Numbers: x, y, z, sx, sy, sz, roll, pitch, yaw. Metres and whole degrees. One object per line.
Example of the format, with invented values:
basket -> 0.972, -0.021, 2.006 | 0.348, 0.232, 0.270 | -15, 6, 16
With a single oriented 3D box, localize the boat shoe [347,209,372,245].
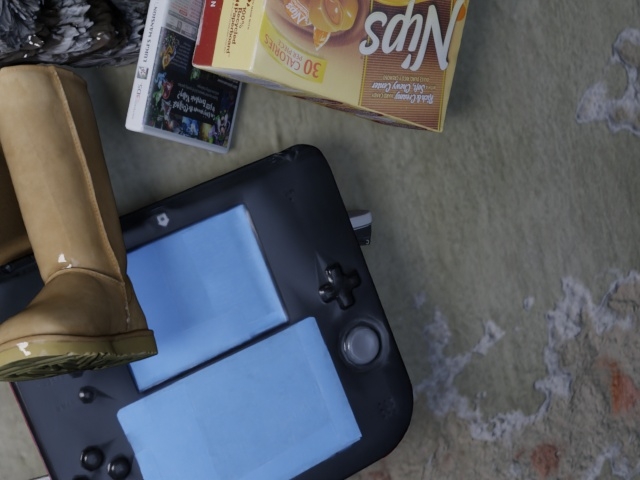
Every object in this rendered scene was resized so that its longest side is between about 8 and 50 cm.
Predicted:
boat shoe -> 0.000, 0.000, 1.303 | 0.142, 0.049, 0.040 | -16, 106, -31

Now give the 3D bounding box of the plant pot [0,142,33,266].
plant pot -> -0.324, 0.014, 1.115 | 0.236, 0.032, 0.236 | -6, 101, -30

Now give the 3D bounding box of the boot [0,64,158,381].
boot -> -0.237, -0.020, 1.015 | 0.089, 0.236, 0.269 | -17, 83, 10

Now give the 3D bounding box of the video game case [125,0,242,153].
video game case -> -0.120, -0.179, 1.153 | 0.190, 0.022, 0.173 | 7, 94, -70

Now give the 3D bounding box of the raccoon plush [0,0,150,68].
raccoon plush -> -0.346, -0.289, 1.015 | 0.446, 0.216, 0.299 | -10, 88, -61

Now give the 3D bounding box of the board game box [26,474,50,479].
board game box -> -0.260, 0.432, 1.167 | 0.390, 0.050, 0.389 | -10, 93, -30

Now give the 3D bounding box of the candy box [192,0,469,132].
candy box -> 0.024, -0.229, 1.208 | 0.316, 0.088, 0.182 | 10, 93, -51

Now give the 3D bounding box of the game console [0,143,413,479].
game console -> -0.105, 0.122, 1.188 | 0.387, 0.060, 0.342 | -25, 104, -25
